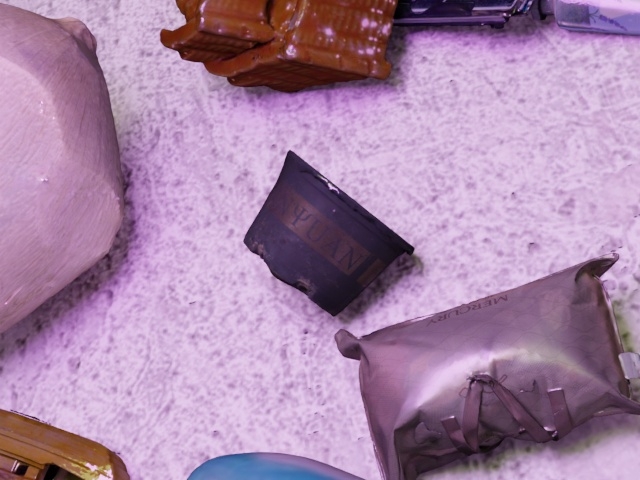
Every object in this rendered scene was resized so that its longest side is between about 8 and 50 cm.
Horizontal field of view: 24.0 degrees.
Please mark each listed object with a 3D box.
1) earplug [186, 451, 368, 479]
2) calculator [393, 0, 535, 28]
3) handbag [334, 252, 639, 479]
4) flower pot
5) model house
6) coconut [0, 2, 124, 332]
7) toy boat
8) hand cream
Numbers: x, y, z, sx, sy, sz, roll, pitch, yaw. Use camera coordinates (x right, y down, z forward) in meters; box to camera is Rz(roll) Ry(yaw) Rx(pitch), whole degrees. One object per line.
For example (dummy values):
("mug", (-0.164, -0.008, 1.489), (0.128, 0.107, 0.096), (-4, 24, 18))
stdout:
("earplug", (0.007, 0.266, 1.259), (0.324, 0.185, 0.185), (18, 66, 42))
("calculator", (0.143, -0.297, 1.636), (0.274, 0.028, 0.165), (7, 60, 45))
("handbag", (0.150, 0.120, 1.319), (0.270, 0.117, 0.182), (-18, 60, 12))
("flower pot", (0.000, 0.000, 1.457), (0.157, 0.157, 0.107), (38, 91, 39))
("model house", (-0.043, -0.259, 1.613), (0.219, 0.199, 0.229), (-54, 38, 22))
("coconut", (-0.366, -0.087, 1.565), (0.360, 0.346, 0.346), (-38, 50, -1))
("toy boat", (-0.282, 0.222, 1.483), (0.226, 0.068, 0.088), (14, 69, 29))
("hand cream", (0.347, -0.240, 1.519), (0.271, 0.058, 0.091), (6, 70, 24))
